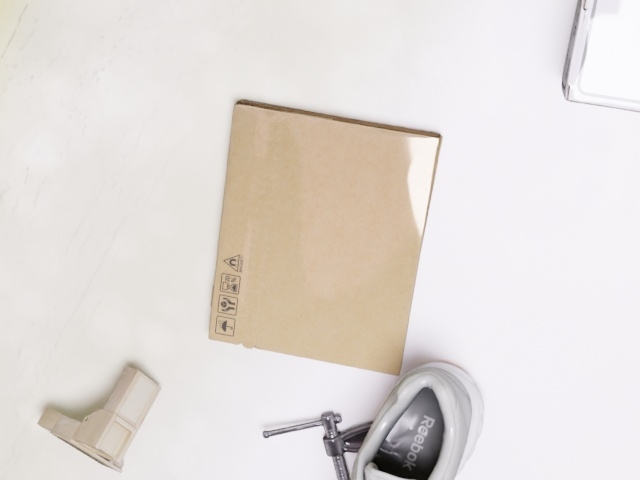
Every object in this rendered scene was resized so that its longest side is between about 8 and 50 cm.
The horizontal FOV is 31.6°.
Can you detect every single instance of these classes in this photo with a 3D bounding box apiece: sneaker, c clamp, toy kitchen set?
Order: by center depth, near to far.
[{"bbox_3d":[0.048,0.215,0.858,0.099,0.121,0.262,13,82,17],"label":"sneaker"},{"bbox_3d":[0.042,0.213,0.957,0.137,0.022,0.161,-18,100,10],"label":"c clamp"},{"bbox_3d":[-0.181,0.153,0.978,0.083,0.075,0.068,9,153,41],"label":"toy kitchen set"}]

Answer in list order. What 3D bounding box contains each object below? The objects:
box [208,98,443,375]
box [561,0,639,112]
[{"bbox_3d":[0.000,0.000,0.900,0.164,0.021,0.201,10,107,7],"label":"box"},{"bbox_3d":[0.321,-0.158,0.760,0.290,0.087,0.169,9,107,7],"label":"box"}]
